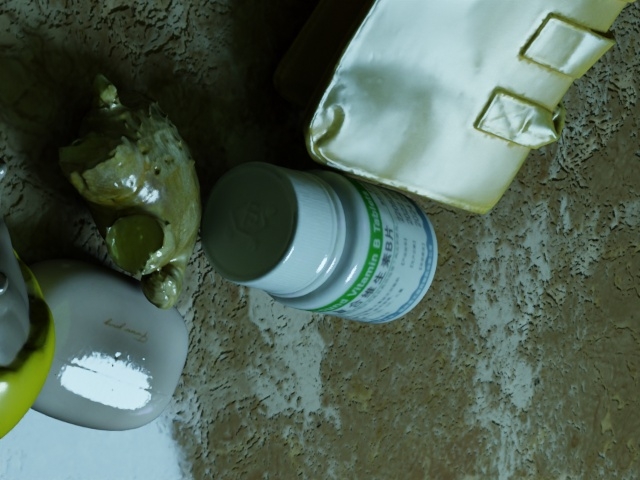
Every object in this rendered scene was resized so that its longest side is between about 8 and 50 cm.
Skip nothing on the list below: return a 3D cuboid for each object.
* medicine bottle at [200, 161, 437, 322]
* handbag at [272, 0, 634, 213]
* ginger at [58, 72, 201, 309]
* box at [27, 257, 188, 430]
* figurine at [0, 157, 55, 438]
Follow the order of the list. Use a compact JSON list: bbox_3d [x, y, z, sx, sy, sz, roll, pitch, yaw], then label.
[{"bbox_3d":[0.000,0.000,1.896,0.237,0.139,0.139,17,90,-55],"label":"medicine bottle"},{"bbox_3d":[0.158,-0.230,1.902,0.283,0.133,0.401,21,111,-29],"label":"handbag"},{"bbox_3d":[-0.168,-0.052,1.781,0.157,0.102,0.216,-62,137,-57],"label":"ginger"},{"bbox_3d":[-0.210,0.096,1.805,0.200,0.088,0.146,25,83,-41],"label":"box"},{"bbox_3d":[-0.322,0.026,1.577,0.344,0.187,0.215,81,7,-49],"label":"figurine"}]
